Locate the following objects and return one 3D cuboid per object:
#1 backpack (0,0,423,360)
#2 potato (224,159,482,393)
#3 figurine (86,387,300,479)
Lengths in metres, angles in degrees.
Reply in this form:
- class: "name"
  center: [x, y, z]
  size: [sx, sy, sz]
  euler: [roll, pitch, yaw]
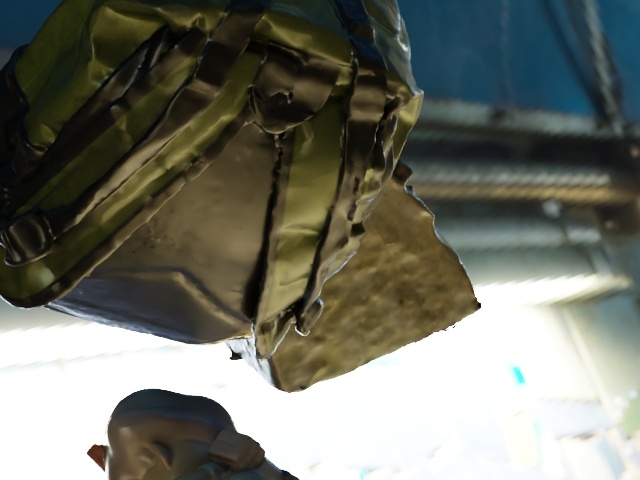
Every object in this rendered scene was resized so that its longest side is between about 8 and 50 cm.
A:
- class: "backpack"
  center: [-0.064, -0.047, 0.877]
  size: [0.207, 0.140, 0.253]
  euler: [14, -43, -26]
- class: "potato"
  center: [-0.014, -0.028, 1.472]
  size: [0.211, 0.189, 0.264]
  euler: [-26, -51, -12]
- class: "figurine"
  center: [-0.087, 0.164, 1.214]
  size: [0.137, 0.112, 0.229]
  euler: [36, -14, -33]
